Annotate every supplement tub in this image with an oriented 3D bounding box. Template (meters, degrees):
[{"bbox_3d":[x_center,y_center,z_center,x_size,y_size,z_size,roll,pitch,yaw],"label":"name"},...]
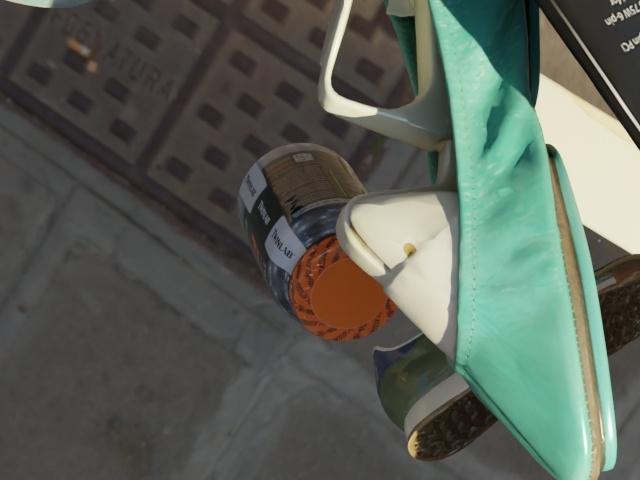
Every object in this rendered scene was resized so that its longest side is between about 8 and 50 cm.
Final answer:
[{"bbox_3d":[0.000,0.000,0.962,0.117,0.190,0.117,-6,117,-12],"label":"supplement tub"}]

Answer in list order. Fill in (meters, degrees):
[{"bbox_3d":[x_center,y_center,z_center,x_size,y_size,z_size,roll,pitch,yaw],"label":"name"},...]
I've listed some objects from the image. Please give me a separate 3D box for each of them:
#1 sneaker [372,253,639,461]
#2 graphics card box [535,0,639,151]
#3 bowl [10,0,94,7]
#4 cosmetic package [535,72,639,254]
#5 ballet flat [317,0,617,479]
[{"bbox_3d":[0.116,0.051,0.693,0.192,0.064,0.086,-32,44,-4],"label":"sneaker"},{"bbox_3d":[0.097,-0.195,0.339,0.094,0.233,0.371,-27,106,46],"label":"graphics card box"},{"bbox_3d":[-0.263,-0.323,1.007,0.312,0.311,0.163,31,120,12],"label":"bowl"},{"bbox_3d":[0.266,-0.091,1.189,0.309,0.160,0.113,32,100,-4],"label":"cosmetic package"},{"bbox_3d":[0.044,-0.033,0.402,0.087,0.083,0.247,-5,76,-1],"label":"ballet flat"}]
